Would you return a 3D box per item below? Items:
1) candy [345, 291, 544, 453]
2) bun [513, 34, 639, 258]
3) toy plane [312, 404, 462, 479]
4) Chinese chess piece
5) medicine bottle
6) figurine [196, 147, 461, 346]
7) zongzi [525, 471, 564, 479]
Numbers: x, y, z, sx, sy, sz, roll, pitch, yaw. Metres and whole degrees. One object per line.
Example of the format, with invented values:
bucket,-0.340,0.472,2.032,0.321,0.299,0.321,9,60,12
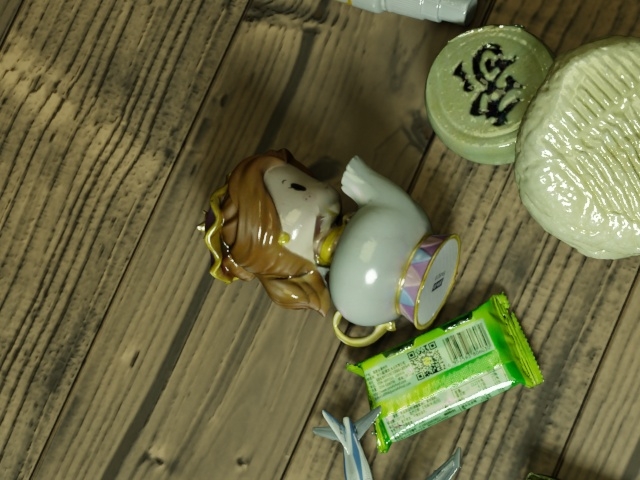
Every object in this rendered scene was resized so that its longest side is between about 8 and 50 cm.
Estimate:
candy,0.121,0.131,1.889,0.178,0.032,0.102,-26,73,7
bun,0.291,-0.088,1.846,0.220,0.134,0.220,-1,101,-3
toy plane,0.046,0.271,1.852,0.226,0.058,0.226,-21,79,26
Chinese chess piece,0.176,-0.148,1.934,0.144,0.058,0.144,-4,74,14
medicine bottle,0.062,-0.281,2.003,0.221,0.061,0.092,19,62,18
figurine,0.000,0.000,1.901,0.263,0.142,0.189,20,105,19
zongzi,0.241,0.284,1.809,0.119,0.055,0.109,13,82,6
